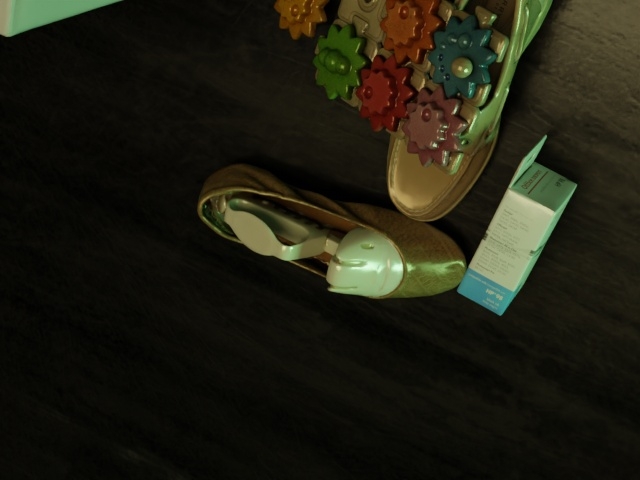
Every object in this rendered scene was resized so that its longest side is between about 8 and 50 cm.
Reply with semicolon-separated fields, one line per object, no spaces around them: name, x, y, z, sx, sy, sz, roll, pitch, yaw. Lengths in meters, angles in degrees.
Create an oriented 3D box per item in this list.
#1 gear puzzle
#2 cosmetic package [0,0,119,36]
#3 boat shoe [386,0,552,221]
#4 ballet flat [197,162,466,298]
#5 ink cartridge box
gear puzzle;0.052;-0.221;1.376;0.339;0.044;0.175;40;120;38
cosmetic package;-0.312;-0.454;1.323;0.329;0.393;0.327;25;119;15
boat shoe;0.144;-0.163;1.391;0.121;0.110;0.341;27;119;13
ballet flat;0.000;0.000;1.516;0.342;0.124;0.116;23;118;15
ink cartridge box;0.227;-0.018;1.414;0.060;0.104;0.180;30;120;12
